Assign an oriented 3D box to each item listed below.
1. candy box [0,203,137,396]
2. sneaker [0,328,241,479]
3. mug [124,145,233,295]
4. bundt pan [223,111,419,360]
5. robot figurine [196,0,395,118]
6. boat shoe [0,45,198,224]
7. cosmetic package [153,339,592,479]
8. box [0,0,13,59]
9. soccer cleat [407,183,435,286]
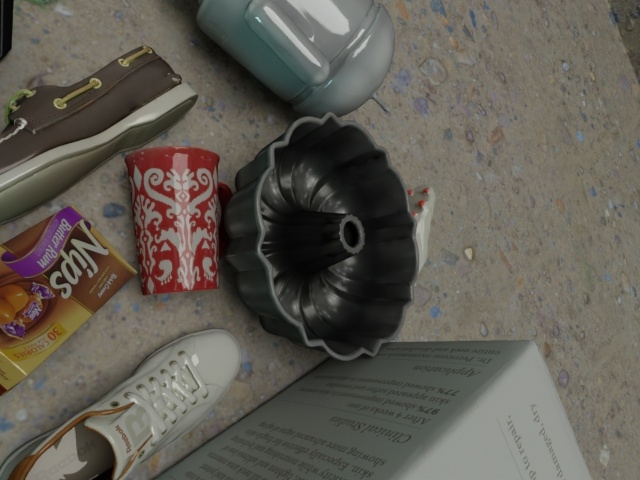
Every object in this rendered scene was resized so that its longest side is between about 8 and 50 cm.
[{"bbox_3d":[-0.282,0.049,0.482,0.109,0.053,0.186,51,25,-13],"label":"candy box"},{"bbox_3d":[-0.189,0.196,0.525,0.290,0.123,0.105,-35,97,-36],"label":"sneaker"},{"bbox_3d":[-0.161,-0.020,0.601,0.151,0.113,0.169,-1,83,-33],"label":"mug"},{"bbox_3d":[0.000,0.000,0.672,0.331,0.124,0.330,12,73,-45],"label":"bundt pan"},{"bbox_3d":[-0.034,-0.319,0.697,0.354,0.200,0.299,37,32,-21],"label":"robot figurine"},{"bbox_3d":[-0.284,-0.127,0.540,0.096,0.117,0.324,51,53,-9],"label":"boat shoe"},{"bbox_3d":[0.061,0.345,0.533,0.394,0.330,0.327,-26,95,-35],"label":"cosmetic package"},{"bbox_3d":[-0.402,-0.179,0.359,0.183,0.296,0.293,35,61,-23],"label":"box"},{"bbox_3d":[0.165,-0.010,0.851,0.076,0.068,0.196,42,60,-37],"label":"soccer cleat"}]
